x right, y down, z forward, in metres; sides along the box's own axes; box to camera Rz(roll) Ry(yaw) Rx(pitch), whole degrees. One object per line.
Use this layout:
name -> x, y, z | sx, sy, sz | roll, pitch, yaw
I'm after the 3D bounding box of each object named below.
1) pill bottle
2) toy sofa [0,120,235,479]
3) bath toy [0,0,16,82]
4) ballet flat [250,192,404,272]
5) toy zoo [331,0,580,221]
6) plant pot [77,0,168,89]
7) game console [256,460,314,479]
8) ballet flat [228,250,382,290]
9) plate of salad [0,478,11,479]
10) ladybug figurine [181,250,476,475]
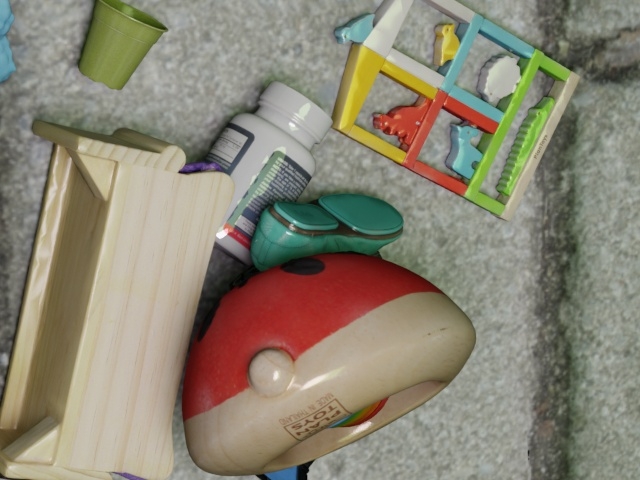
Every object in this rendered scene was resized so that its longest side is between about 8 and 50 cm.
pill bottle -> -0.068, -0.073, 1.783 | 0.108, 0.108, 0.180 | 36, 85, -24
toy sofa -> -0.227, 0.067, 1.719 | 0.177, 0.150, 0.362 | 10, 95, -29
bath toy -> -0.393, -0.090, 1.549 | 0.151, 0.129, 0.348 | 44, 49, -29
ballet flat -> 0.000, 0.000, 1.781 | 0.247, 0.083, 0.087 | -5, 132, -59
toy zoo -> 0.137, -0.168, 1.894 | 0.293, 0.030, 0.192 | 26, 89, -24
plant pot -> -0.211, -0.200, 1.724 | 0.083, 0.083, 0.079 | 23, 103, -24
game console -> -0.039, 0.219, 1.866 | 0.122, 0.071, 0.107 | 42, 82, -24
ballet flat -> -0.014, 0.031, 1.857 | 0.188, 0.070, 0.070 | 2, 98, -25
plate of salad -> -0.328, 0.274, 1.689 | 0.200, 0.200, 0.048 | 15, 70, -24
ladybug figurine -> -0.003, 0.116, 1.685 | 0.305, 0.449, 0.162 | -28, 79, 6
